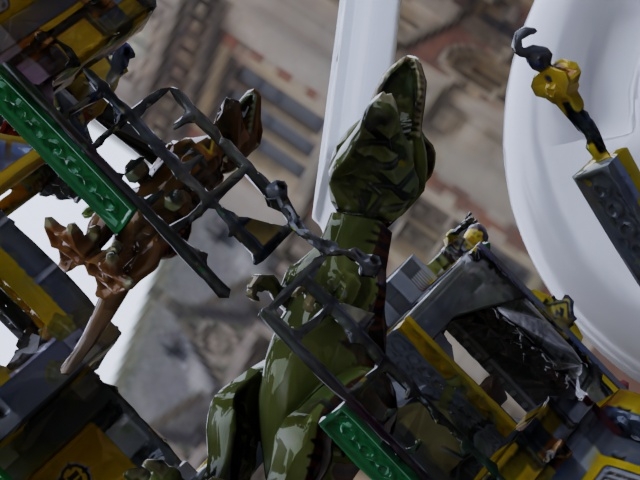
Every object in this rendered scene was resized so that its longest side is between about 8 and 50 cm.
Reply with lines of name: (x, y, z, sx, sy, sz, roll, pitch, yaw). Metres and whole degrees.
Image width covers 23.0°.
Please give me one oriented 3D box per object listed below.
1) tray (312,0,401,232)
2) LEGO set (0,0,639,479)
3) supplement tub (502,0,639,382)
tray: (0.025, -0.124, 0.875, 0.145, 0.030, 0.270, 101, 176, -67)
LEGO set: (0.000, 0.000, 0.473, 0.192, 0.331, 0.255, -44, -10, -38)
supplement tub: (0.246, -0.016, 0.685, 0.241, 0.241, 0.331, -56, -33, 5)
